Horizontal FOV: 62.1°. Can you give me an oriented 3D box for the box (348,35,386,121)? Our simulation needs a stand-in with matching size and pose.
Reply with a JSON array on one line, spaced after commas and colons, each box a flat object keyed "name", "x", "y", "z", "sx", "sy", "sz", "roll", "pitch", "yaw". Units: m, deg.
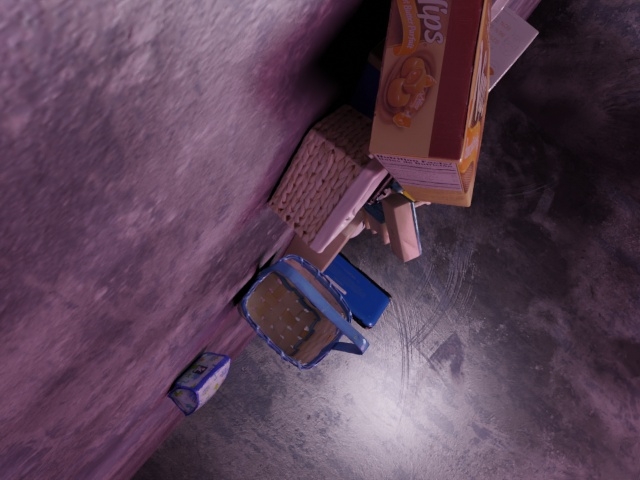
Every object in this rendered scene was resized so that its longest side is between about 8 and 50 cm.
[{"name": "box", "x": 0.089, "y": -0.217, "z": 0.740, "sx": 0.136, "sy": 0.036, "sz": 0.225, "roll": -48, "pitch": 177, "yaw": -21}]

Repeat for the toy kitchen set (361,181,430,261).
[{"name": "toy kitchen set", "x": 0.182, "y": -0.078, "z": 1.077, "sx": 0.166, "sy": 0.122, "sz": 0.207, "roll": -22, "pitch": -150, "yaw": -11}]

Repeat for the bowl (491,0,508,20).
[{"name": "bowl", "x": 0.294, "y": -0.425, "z": 0.906, "sx": 0.142, "sy": 0.053, "sz": 0.142, "roll": -48, "pitch": 175, "yaw": -28}]

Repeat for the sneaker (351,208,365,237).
[{"name": "sneaker", "x": 0.129, "y": -0.101, "z": 1.761, "sx": 0.235, "sy": 0.094, "sz": 0.153, "roll": -51, "pitch": 174, "yaw": 18}]

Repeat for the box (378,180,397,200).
[{"name": "box", "x": 0.157, "y": -0.187, "z": 1.224, "sx": 0.203, "sy": 0.103, "sz": 0.114, "roll": -52, "pitch": 175, "yaw": 32}]

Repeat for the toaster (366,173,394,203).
[{"name": "toaster", "x": 0.123, "y": -0.172, "z": 0.955, "sx": 0.185, "sy": 0.110, "sz": 0.168, "roll": -51, "pitch": 177, "yaw": 26}]

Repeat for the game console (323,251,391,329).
[{"name": "game console", "x": 0.036, "y": 0.136, "z": 1.519, "sx": 0.173, "sy": 0.293, "sz": 0.250, "roll": -53, "pitch": 174, "yaw": 35}]

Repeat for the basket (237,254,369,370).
[{"name": "basket", "x": -0.048, "y": 0.149, "z": 1.153, "sx": 0.201, "sy": 0.255, "sz": 0.289, "roll": -47, "pitch": -166, "yaw": -20}]

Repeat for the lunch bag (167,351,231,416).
[{"name": "lunch bag", "x": -0.297, "y": 0.354, "z": 1.333, "sx": 0.129, "sy": 0.096, "sz": 0.151, "roll": -45, "pitch": -176, "yaw": -42}]

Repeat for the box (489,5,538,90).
[{"name": "box", "x": 0.340, "y": -0.395, "z": 1.117, "sx": 0.170, "sy": 0.130, "sz": 0.091, "roll": -49, "pitch": 177, "yaw": 6}]

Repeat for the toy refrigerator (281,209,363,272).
[{"name": "toy refrigerator", "x": 0.000, "y": 0.000, "z": 1.263, "sx": 0.094, "sy": 0.102, "sz": 0.269, "roll": -47, "pitch": 174, "yaw": -35}]

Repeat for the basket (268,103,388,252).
[{"name": "basket", "x": 0.019, "y": -0.085, "z": 0.712, "sx": 0.113, "sy": 0.103, "sz": 0.167, "roll": -46, "pitch": 175, "yaw": -46}]

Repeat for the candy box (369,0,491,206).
[{"name": "candy box", "x": 0.139, "y": -0.150, "z": 0.605, "sx": 0.316, "sy": 0.088, "sz": 0.182, "roll": 12, "pitch": 86, "yaw": -72}]
